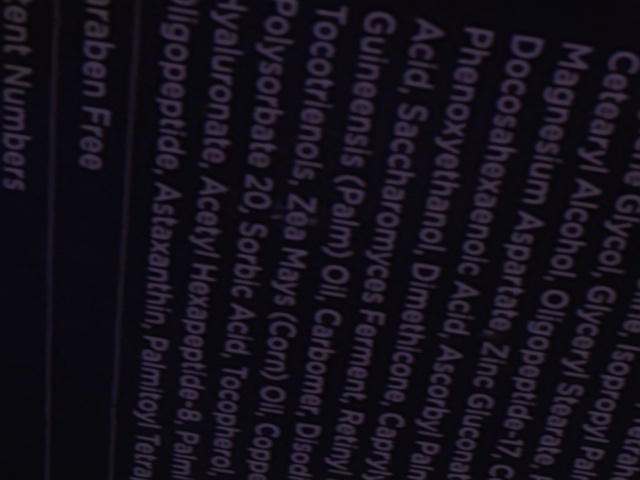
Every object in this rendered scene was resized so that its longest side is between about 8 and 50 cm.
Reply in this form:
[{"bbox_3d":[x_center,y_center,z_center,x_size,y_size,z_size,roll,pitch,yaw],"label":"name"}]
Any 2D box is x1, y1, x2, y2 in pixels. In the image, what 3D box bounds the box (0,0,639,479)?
[{"bbox_3d":[0.050,-0.136,0.615,0.480,0.472,0.297,-81,-1,-46],"label":"box"}]
